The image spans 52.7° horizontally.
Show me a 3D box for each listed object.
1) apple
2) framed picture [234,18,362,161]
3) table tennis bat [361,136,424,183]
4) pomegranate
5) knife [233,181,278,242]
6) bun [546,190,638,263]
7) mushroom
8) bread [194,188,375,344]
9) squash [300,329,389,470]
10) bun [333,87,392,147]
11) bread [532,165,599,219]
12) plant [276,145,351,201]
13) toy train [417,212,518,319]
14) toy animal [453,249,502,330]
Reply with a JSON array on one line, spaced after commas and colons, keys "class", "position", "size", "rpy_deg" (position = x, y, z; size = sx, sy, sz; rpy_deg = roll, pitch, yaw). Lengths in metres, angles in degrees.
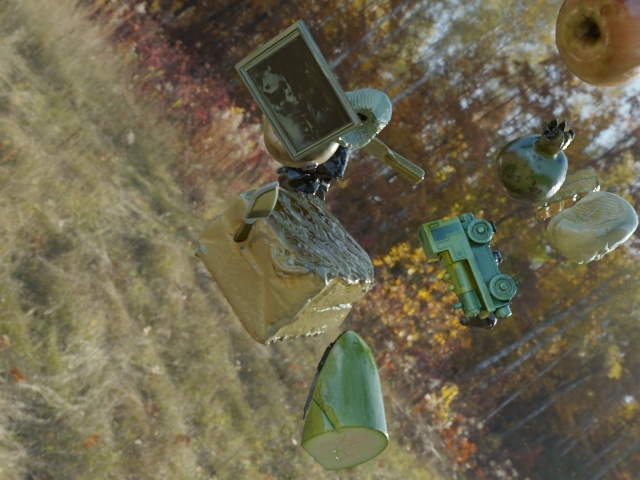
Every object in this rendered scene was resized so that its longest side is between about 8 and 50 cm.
[{"class": "apple", "position": [1.025, -0.729, 2.238], "size": [0.391, 0.347, 0.391], "rpy_deg": [42, -41, 51]}, {"class": "framed picture", "position": [-0.061, -0.366, 1.626], "size": [0.296, 0.232, 0.019], "rpy_deg": [58, 32, -11]}, {"class": "table tennis bat", "position": [0.195, -0.288, 2.072], "size": [0.321, 0.050, 0.198], "rpy_deg": [35, -4, 0]}, {"class": "pomegranate", "position": [0.711, -0.269, 2.109], "size": [0.242, 0.306, 0.242], "rpy_deg": [23, 31, -15]}, {"class": "knife", "position": [-0.147, -0.062, 1.481], "size": [0.343, 0.061, 0.027], "rpy_deg": [129, -45, -64]}, {"class": "bun", "position": [0.706, -0.024, 1.686], "size": [0.229, 0.229, 0.145], "rpy_deg": [-129, -163, -63]}, {"class": "mushroom", "position": [-0.055, -0.332, 1.961], "size": [0.255, 0.255, 0.184], "rpy_deg": [50, -13, 13]}, {"class": "bread", "position": [-0.086, 0.058, 1.764], "size": [0.390, 0.279, 0.371], "rpy_deg": [51, 24, 26]}, {"class": "squash", "position": [0.053, 0.388, 1.667], "size": [0.233, 0.210, 0.309], "rpy_deg": [56, 15, -45]}, {"class": "bun", "position": [0.102, -0.340, 1.839], "size": [0.213, 0.204, 0.126], "rpy_deg": [3, -45, 30]}, {"class": "bread", "position": [0.899, -0.173, 2.398], "size": [0.246, 0.239, 0.111], "rpy_deg": [25, 44, -71]}, {"class": "plant", "position": [-0.014, -0.268, 2.257], "size": [0.199, 0.276, 0.188], "rpy_deg": [30, -4, -18]}, {"class": "toy train", "position": [0.482, 0.095, 2.093], "size": [0.150, 0.237, 0.368], "rpy_deg": [91, -18, -71]}, {"class": "toy animal", "position": [0.595, 0.184, 2.459], "size": [0.168, 0.106, 0.343], "rpy_deg": [19, -59, 42]}]
